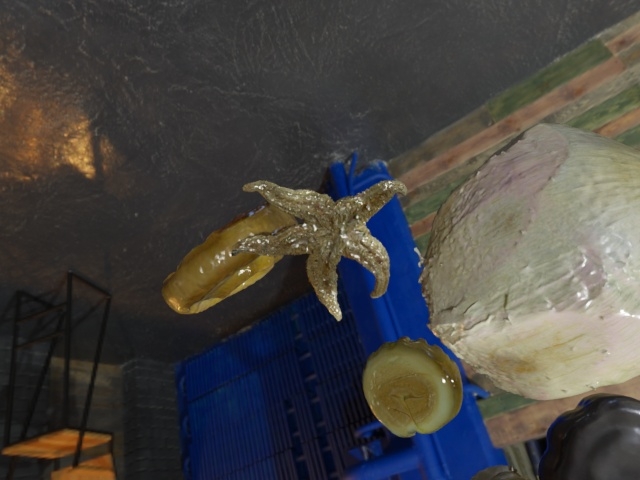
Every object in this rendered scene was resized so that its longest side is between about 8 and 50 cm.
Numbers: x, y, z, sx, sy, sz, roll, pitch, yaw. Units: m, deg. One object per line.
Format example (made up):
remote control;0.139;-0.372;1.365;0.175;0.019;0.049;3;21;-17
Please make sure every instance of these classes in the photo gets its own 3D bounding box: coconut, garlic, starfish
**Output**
coconut;0.277;0.015;0.563;0.297;0.297;0.254;6;147;-32
garlic;0.494;0.685;1.259;0.203;0.185;0.281;-43;166;-10
starfish;-0.001;-0.003;0.834;0.303;0.060;0.299;17;121;-15

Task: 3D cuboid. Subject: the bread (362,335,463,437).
bread;0.185;0.291;1.008;0.213;0.213;0.105;-39;167;34

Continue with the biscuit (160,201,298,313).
biscuit;-0.165;0.043;0.965;0.296;0.102;0.296;-38;173;-5

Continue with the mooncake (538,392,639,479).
mooncake;0.586;0.459;0.978;0.306;0.306;0.154;-16;163;1
